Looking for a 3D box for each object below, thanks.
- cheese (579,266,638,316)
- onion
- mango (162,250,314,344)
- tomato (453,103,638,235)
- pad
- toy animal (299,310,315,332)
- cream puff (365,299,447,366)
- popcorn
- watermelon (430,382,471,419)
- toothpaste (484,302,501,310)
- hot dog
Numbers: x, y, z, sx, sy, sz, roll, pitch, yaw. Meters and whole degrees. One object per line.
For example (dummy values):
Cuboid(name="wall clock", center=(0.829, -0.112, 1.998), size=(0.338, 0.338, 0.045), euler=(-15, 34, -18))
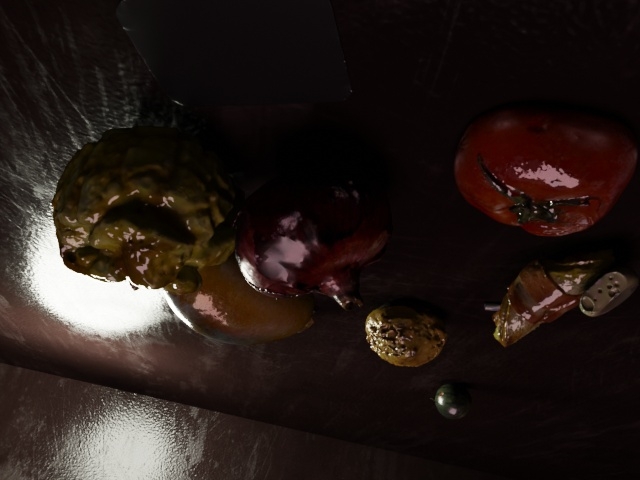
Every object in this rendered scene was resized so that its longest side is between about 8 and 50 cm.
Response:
Cuboid(name="cheese", center=(0.485, 0.081, 0.929), size=(0.192, 0.037, 0.097), euler=(2, 133, -50))
Cuboid(name="onion", center=(0.000, 0.000, 0.823), size=(0.252, 0.219, 0.252), euler=(-31, 162, -11))
Cuboid(name="mango", center=(-0.151, 0.110, 1.148), size=(0.222, 0.198, 0.384), euler=(-19, 151, 30))
Cuboid(name="tomato", center=(0.285, -0.070, 0.738), size=(0.228, 0.101, 0.228), euler=(10, 155, 5))
Cuboid(name="pad", center=(-0.102, -0.229, 0.697), size=(0.267, 0.004, 0.181), euler=(3, 150, 16))
Cuboid(name="toy animal", center=(-0.109, 0.197, 1.433), size=(0.149, 0.054, 0.275), euler=(25, 150, -18))
Cuboid(name="cream puff", center=(0.189, 0.215, 1.268), size=(0.189, 0.129, 0.189), euler=(7, 153, 3))
Cuboid(name="popcorn", center=(-0.264, -0.043, 0.860), size=(0.282, 0.246, 0.282), euler=(15, 163, 5))
Cuboid(name="watermelon", center=(0.385, 0.479, 1.699), size=(0.105, 0.105, 0.133), euler=(33, 151, -34))
Cuboid(name="toothpaste", center=(0.381, 0.138, 1.171), size=(0.083, 0.015, 0.024), euler=(1, 149, 8))
Cuboid(name="hot dog", center=(0.383, 0.084, 0.975), size=(0.123, 0.093, 0.261), euler=(15, 133, -42))
